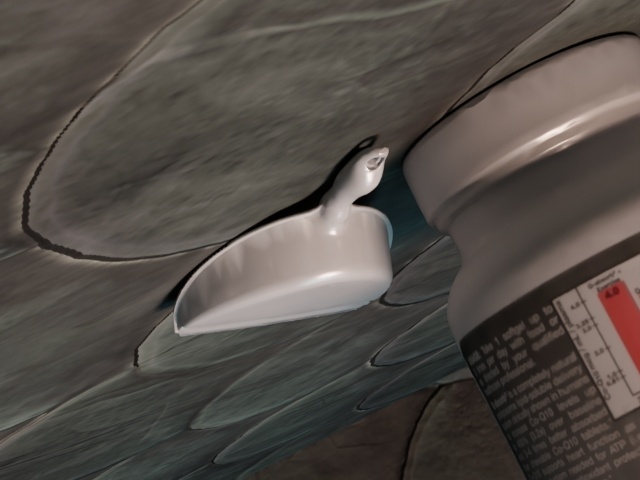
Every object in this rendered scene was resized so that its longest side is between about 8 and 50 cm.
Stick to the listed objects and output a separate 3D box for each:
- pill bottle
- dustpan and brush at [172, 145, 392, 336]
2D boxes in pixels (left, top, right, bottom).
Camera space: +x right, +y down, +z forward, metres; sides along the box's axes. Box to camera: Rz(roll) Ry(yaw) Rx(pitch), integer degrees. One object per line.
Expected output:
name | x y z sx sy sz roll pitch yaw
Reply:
pill bottle | 0.204 0.074 0.942 0.210 0.363 0.210 -26 169 -5
dustpan and brush | 0.000 0.000 0.964 0.147 0.060 0.211 -7 168 -25
